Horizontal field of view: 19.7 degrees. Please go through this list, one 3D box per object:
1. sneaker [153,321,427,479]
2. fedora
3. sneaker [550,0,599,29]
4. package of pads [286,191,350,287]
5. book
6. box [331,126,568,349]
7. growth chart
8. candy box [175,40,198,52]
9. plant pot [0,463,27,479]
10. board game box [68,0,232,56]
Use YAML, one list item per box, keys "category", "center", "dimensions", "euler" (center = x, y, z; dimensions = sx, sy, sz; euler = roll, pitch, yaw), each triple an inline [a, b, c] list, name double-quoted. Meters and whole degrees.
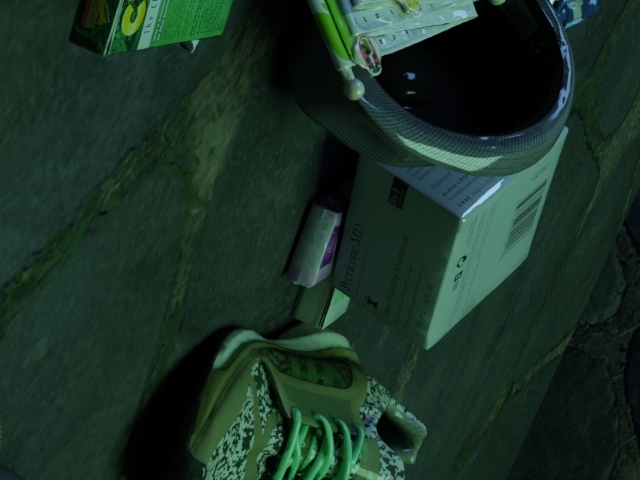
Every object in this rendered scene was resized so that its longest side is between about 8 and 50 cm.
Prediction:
- category: "sneaker"
  center: [-0.008, 0.175, 1.684]
  dimensions: [0.410, 0.182, 0.158]
  euler: [-18, 132, -67]
- category: "fedora"
  center: [0.071, -0.144, 1.486]
  dimensions: [0.275, 0.244, 0.124]
  euler: [-6, 160, -39]
- category: "sneaker"
  center: [0.200, -0.239, 1.798]
  dimensions: [0.296, 0.131, 0.112]
  euler: [-57, 164, -17]
- category: "package of pads"
  center: [0.000, 0.000, 1.714]
  dimensions: [0.050, 0.032, 0.083]
  euler: [-36, 148, -65]
- category: "book"
  center: [0.024, 0.007, 1.807]
  dimensions: [0.096, 0.035, 0.144]
  euler: [-25, 136, -68]
- category: "box"
  center: [0.119, -0.030, 1.724]
  dimensions: [0.182, 0.119, 0.181]
  euler: [-39, 153, -37]
- category: "growth chart"
  center: [0.054, -0.221, 1.399]
  dimensions: [0.021, 0.172, 0.237]
  euler: [-18, -169, 45]
- category: "candy box"
  center: [-0.089, -0.223, 1.067]
  dimensions: [0.165, 0.070, 0.196]
  euler: [-62, 162, -8]
- category: "plant pot"
  center: [-0.188, 0.353, 1.247]
  dimensions: [0.323, 0.280, 0.323]
  euler: [-56, 162, -28]
- category: "board game box"
  center: [-0.057, -0.228, 0.989]
  dimensions: [0.136, 0.030, 0.260]
  euler: [-25, 137, -65]
